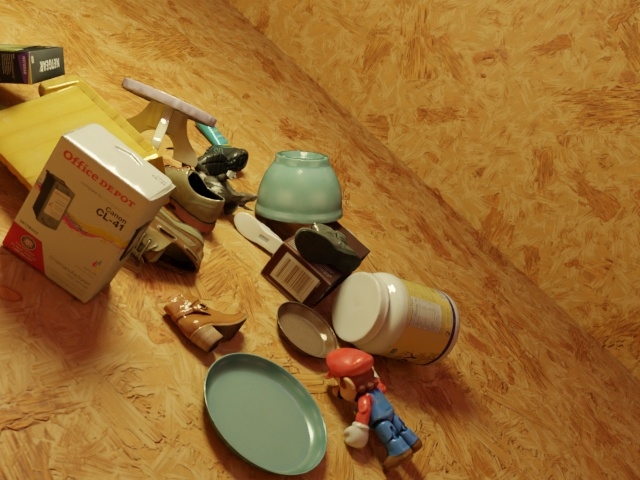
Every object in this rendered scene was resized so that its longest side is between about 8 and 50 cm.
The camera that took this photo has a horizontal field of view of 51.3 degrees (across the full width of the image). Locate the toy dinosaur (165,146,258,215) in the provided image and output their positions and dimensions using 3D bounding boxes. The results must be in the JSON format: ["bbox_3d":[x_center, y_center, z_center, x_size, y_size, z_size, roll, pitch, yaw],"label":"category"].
[{"bbox_3d":[-0.345,-0.168,2.017,0.314,0.160,0.121,24,60,-4],"label":"toy dinosaur"}]

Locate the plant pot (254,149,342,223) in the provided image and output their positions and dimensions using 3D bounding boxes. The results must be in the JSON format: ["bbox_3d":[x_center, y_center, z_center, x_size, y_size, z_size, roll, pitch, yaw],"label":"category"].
[{"bbox_3d":[-0.065,-0.186,2.176,0.293,0.196,0.293,3,17,-1],"label":"plant pot"}]

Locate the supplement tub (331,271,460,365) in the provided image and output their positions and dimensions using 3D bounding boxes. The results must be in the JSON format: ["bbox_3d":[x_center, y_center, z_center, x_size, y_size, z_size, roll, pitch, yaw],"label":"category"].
[{"bbox_3d":[0.223,0.230,1.968,0.331,0.241,0.241,19,32,-36],"label":"supplement tub"}]

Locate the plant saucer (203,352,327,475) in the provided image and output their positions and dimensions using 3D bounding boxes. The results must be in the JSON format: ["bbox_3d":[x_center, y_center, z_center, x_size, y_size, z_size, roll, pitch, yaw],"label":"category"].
[{"bbox_3d":[-0.126,0.386,1.472,0.318,0.043,0.317,31,25,-17],"label":"plant saucer"}]

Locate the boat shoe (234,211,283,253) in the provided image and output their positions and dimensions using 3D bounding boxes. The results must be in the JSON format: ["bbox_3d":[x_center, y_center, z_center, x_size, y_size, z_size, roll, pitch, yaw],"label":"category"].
[{"bbox_3d":[-0.185,-0.024,2.057,0.184,0.066,0.063,31,5,-2],"label":"boat shoe"}]

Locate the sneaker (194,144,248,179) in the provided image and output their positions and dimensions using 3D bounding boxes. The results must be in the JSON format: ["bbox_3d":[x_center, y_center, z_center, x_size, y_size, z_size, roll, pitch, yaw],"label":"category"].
[{"bbox_3d":[-0.350,-0.263,2.222,0.106,0.101,0.267,23,21,20],"label":"sneaker"}]

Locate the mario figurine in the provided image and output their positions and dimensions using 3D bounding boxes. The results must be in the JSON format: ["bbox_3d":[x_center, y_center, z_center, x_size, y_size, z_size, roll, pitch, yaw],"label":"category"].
[{"bbox_3d":[0.108,0.422,1.686,0.320,0.170,0.198,57,-8,13],"label":"mario figurine"}]

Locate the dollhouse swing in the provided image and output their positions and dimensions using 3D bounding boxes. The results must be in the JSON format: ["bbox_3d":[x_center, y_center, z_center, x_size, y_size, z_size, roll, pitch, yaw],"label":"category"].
[{"bbox_3d":[-0.620,-0.192,1.687,0.347,0.315,0.305,42,65,15],"label":"dollhouse swing"}]

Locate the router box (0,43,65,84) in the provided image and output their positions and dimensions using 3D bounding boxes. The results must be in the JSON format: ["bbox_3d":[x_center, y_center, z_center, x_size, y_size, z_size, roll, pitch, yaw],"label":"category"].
[{"bbox_3d":[-0.811,-0.451,1.686,0.243,0.080,0.309,1,18,-7],"label":"router box"}]

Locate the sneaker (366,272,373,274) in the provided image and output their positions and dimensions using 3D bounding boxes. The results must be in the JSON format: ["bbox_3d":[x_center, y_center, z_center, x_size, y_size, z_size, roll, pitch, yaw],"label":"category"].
[{"bbox_3d":[0.201,0.187,2.181,0.253,0.111,0.103,16,22,3],"label":"sneaker"}]

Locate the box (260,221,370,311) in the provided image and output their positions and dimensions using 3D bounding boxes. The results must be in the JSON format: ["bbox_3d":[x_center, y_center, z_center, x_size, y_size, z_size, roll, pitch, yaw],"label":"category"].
[{"bbox_3d":[-0.007,0.062,2.062,0.191,0.143,0.381,42,27,8],"label":"box"}]

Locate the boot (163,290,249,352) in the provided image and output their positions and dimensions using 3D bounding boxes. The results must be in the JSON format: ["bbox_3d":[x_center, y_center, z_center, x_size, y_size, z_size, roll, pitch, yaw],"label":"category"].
[{"bbox_3d":[-0.269,0.176,1.597,0.152,0.073,0.197,40,22,12],"label":"boot"}]

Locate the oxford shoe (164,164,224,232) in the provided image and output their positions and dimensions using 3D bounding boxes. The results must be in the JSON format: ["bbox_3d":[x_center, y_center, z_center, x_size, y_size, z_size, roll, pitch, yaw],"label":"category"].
[{"bbox_3d":[-0.415,-0.178,1.911,0.348,0.130,0.123,38,27,3],"label":"oxford shoe"}]

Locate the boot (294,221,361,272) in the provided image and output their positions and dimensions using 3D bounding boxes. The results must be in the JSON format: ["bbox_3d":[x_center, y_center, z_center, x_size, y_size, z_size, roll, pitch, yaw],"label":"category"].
[{"bbox_3d":[0.000,0.000,1.945,0.247,0.083,0.161,27,20,-36],"label":"boot"}]

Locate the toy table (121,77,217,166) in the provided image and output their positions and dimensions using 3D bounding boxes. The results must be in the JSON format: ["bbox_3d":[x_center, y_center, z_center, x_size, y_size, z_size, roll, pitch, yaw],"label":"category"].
[{"bbox_3d":[-0.451,-0.328,1.889,0.275,0.160,0.252,22,1,-4],"label":"toy table"}]

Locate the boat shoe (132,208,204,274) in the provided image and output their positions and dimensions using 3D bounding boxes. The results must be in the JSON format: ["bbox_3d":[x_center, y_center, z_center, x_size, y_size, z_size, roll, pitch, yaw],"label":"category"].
[{"bbox_3d":[-0.411,-0.007,1.628,0.324,0.123,0.119,27,37,-41],"label":"boat shoe"}]

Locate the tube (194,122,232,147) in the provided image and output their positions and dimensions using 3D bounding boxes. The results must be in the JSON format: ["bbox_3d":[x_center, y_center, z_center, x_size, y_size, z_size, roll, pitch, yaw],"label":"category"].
[{"bbox_3d":[-0.370,-0.362,2.390,0.207,0.052,0.080,50,36,9],"label":"tube"}]

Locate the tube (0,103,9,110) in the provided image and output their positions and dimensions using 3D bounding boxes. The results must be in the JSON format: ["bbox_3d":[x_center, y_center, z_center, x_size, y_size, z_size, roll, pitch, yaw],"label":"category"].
[{"bbox_3d":[-0.878,-0.343,1.659,0.240,0.062,0.070,13,67,-48],"label":"tube"}]

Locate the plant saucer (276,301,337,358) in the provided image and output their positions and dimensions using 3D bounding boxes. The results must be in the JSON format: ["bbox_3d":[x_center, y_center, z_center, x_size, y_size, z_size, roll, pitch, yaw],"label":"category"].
[{"bbox_3d":[-0.044,0.251,1.814,0.199,0.036,0.198,32,26,-18],"label":"plant saucer"}]

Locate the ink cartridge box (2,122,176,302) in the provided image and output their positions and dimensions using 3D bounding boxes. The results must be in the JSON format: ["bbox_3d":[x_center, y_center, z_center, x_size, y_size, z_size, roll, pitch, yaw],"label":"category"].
[{"bbox_3d":[-0.489,-0.056,1.404,0.226,0.306,0.131,37,25,-4],"label":"ink cartridge box"}]
